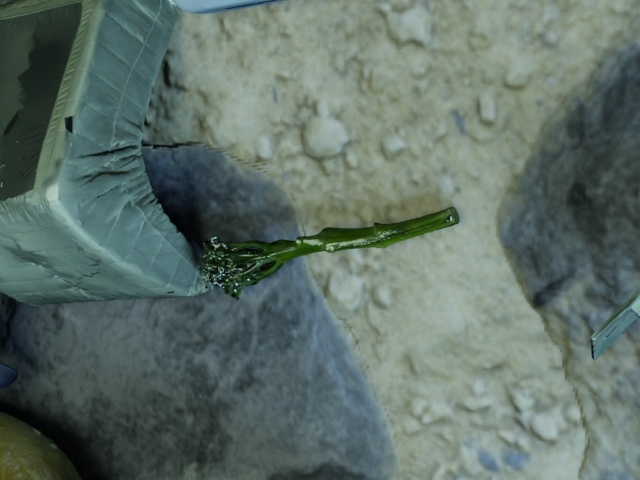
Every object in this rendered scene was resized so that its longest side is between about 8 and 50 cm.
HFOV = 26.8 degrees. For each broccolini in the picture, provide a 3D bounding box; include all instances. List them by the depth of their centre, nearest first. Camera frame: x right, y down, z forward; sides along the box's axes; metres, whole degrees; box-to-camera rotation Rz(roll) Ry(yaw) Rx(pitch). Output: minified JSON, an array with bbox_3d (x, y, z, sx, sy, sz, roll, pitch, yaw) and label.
[{"bbox_3d":[0.000,-0.001,0.969,0.218,0.044,0.042,-17,46,31],"label":"broccolini"}]

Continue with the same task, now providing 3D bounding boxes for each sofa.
[{"bbox_3d":[-0.192,-0.075,1.064,0.210,0.176,0.225,-7,63,35],"label":"sofa"}]

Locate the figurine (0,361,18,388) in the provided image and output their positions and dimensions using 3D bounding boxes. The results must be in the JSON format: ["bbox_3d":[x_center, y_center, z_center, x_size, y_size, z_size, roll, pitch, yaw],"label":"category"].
[{"bbox_3d":[-0.384,0.060,1.143,0.265,0.197,0.175,-1,93,24],"label":"figurine"}]

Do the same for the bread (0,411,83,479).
[{"bbox_3d":[-0.323,0.282,1.147,0.305,0.159,0.305,8,105,31],"label":"bread"}]

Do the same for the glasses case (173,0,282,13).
[{"bbox_3d":[-0.039,-0.205,0.961,0.178,0.045,0.067,-3,94,34],"label":"glasses case"}]

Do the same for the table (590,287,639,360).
[{"bbox_3d":[0.269,0.050,0.770,0.175,0.062,0.146,-43,69,-4],"label":"table"}]
